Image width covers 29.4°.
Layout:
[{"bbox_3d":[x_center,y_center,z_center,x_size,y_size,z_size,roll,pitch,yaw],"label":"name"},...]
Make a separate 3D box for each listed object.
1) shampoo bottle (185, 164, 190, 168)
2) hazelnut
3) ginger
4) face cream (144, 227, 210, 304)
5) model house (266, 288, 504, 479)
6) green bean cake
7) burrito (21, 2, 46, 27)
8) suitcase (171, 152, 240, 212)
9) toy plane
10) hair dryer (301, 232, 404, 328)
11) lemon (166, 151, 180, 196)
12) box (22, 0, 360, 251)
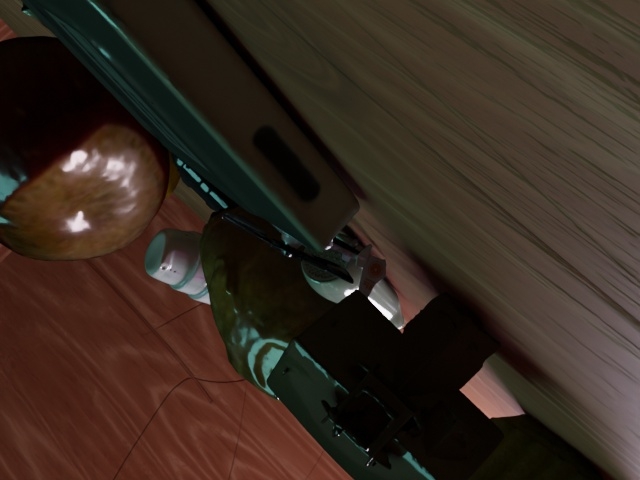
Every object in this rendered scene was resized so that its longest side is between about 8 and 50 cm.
[{"bbox_3d":[-0.218,-0.188,1.553,0.236,0.068,0.067,47,172,-38],"label":"shampoo bottle"},{"bbox_3d":[-0.446,-0.152,2.017,0.359,0.359,0.409,40,162,36],"label":"hazelnut"},{"bbox_3d":[-0.037,0.082,1.618,0.223,0.200,0.269,0,106,40],"label":"ginger"},{"bbox_3d":[-0.102,0.060,1.782,0.346,0.102,0.102,21,-171,-35],"label":"face cream"},{"bbox_3d":[0.074,0.146,1.176,0.211,0.204,0.243,44,-176,9],"label":"model house"},{"bbox_3d":[0.294,0.337,1.486,0.236,0.124,0.233,49,174,-39],"label":"green bean cake"},{"bbox_3d":[-0.461,-0.379,2.052,0.171,0.042,0.051,38,172,25],"label":"burrito"},{"bbox_3d":[-0.136,-0.068,1.883,0.206,0.066,0.285,44,175,0],"label":"suitcase"},{"bbox_3d":[-0.006,-0.010,1.335,0.197,0.078,0.053,31,177,-20],"label":"toy plane"},{"bbox_3d":[0.000,0.000,1.514,0.237,0.075,0.206,50,-175,30],"label":"hair dryer"},{"bbox_3d":[-0.343,-0.143,2.294,0.170,0.170,0.207,44,175,6],"label":"lemon"},{"bbox_3d":[-0.158,-0.168,1.166,0.367,0.090,0.373,49,172,-37],"label":"box"}]
